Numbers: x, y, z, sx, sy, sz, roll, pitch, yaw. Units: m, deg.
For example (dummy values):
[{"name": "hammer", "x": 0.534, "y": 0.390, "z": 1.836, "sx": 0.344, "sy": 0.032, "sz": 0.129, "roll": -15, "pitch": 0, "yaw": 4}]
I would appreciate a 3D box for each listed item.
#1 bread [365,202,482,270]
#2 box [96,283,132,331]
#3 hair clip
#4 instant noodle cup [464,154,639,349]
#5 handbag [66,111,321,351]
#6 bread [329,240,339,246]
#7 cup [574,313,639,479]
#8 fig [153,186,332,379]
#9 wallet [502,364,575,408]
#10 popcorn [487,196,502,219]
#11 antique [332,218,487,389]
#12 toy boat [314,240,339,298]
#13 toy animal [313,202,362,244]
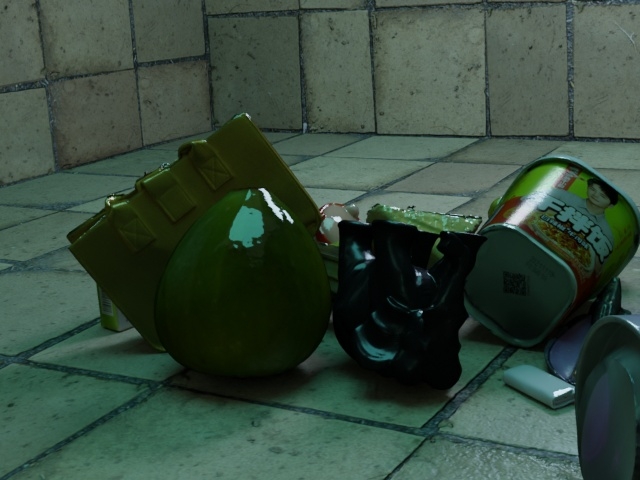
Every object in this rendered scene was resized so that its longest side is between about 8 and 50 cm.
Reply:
[{"name": "bread", "x": 0.168, "y": 0.004, "z": 1.900, "sx": 0.178, "sy": 0.240, "sz": 0.135, "roll": 38, "pitch": 59, "yaw": 10}, {"name": "box", "x": -0.327, "y": 0.059, "z": 2.020, "sx": 0.062, "sy": 0.175, "sz": 0.260, "roll": 8, "pitch": 18, "yaw": 41}, {"name": "hair clip", "x": 0.453, "y": 0.166, "z": 1.696, "sx": 0.110, "sy": 0.096, "sz": 0.358, "roll": 39, "pitch": 34, "yaw": 6}, {"name": "instant noodle cup", "x": 0.395, "y": 0.027, "z": 1.828, "sx": 0.293, "sy": 0.294, "sz": 0.308, "roll": 6, "pitch": 24, "yaw": 31}, {"name": "handbag", "x": -0.226, "y": -0.021, "z": 1.842, "sx": 0.401, "sy": 0.283, "sz": 0.133, "roll": -38, "pitch": 20, "yaw": -5}, {"name": "bread", "x": 0.038, "y": 0.064, "z": 2.050, "sx": 0.114, "sy": 0.129, "sz": 0.111, "roll": -3, "pitch": 42, "yaw": 40}, {"name": "cup", "x": 0.491, "y": 0.200, "z": 1.166, "sx": 0.371, "sy": 0.253, "sz": 0.253, "roll": -4, "pitch": 14, "yaw": -10}, {"name": "fig", "x": -0.125, "y": 0.068, "z": 1.672, "sx": 0.316, "sy": 0.316, "sz": 0.316, "roll": -3, "pitch": 14, "yaw": 1}, {"name": "wallet", "x": 0.339, "y": 0.221, "z": 1.555, "sx": 0.061, "sy": 0.025, "sz": 0.122, "roll": -13, "pitch": 17, "yaw": -25}, {"name": "popcorn", "x": 0.497, "y": -0.024, "z": 2.081, "sx": 0.241, "sy": 0.235, "sz": 0.250, "roll": -28, "pitch": 20, "yaw": -27}, {"name": "antique", "x": 0.133, "y": 0.100, "z": 1.635, "sx": 0.185, "sy": 0.255, "sz": 0.322, "roll": 13, "pitch": -6, "yaw": -26}, {"name": "toy boat", "x": -0.053, "y": 0.075, "z": 1.956, "sx": 0.445, "sy": 0.162, "sz": 0.136, "roll": 11, "pitch": -14, "yaw": 45}, {"name": "toy animal", "x": 0.000, "y": 0.000, "z": 2.185, "sx": 0.197, "sy": 0.171, "sz": 0.171, "roll": -6, "pitch": 13, "yaw": 16}]
